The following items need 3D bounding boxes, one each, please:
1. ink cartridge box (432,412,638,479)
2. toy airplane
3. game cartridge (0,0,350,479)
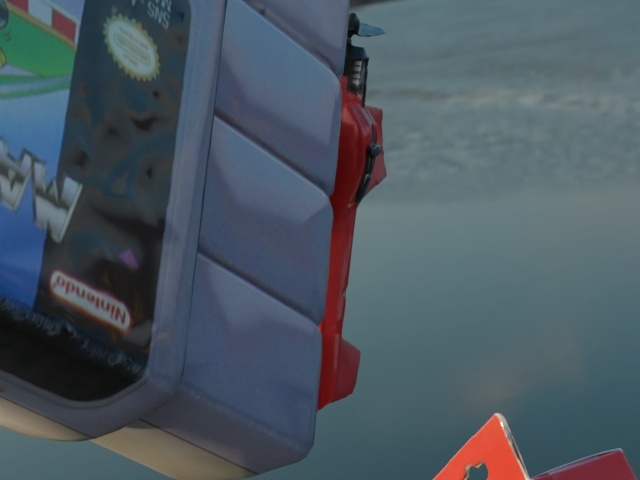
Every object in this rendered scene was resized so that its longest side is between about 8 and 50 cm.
[{"bbox_3d":[0.166,0.227,1.013,0.078,0.231,0.134,-13,-25,-27],"label":"ink cartridge box"},{"bbox_3d":[0.000,0.000,0.524,0.028,0.151,0.151,14,17,19],"label":"toy airplane"},{"bbox_3d":[-0.113,-0.106,0.317,0.068,0.230,0.355,-20,-36,32],"label":"game cartridge"}]
